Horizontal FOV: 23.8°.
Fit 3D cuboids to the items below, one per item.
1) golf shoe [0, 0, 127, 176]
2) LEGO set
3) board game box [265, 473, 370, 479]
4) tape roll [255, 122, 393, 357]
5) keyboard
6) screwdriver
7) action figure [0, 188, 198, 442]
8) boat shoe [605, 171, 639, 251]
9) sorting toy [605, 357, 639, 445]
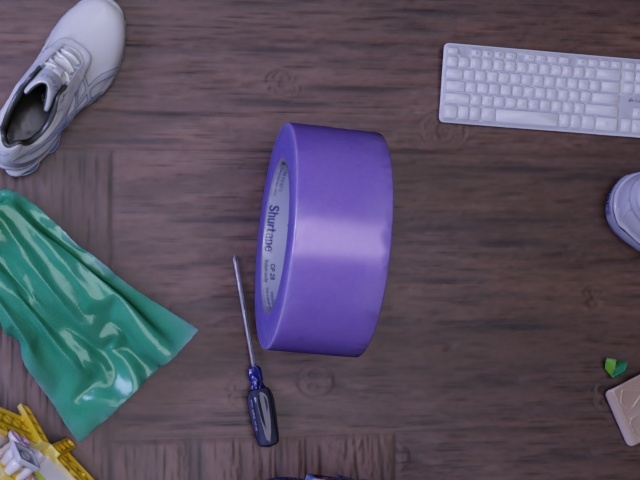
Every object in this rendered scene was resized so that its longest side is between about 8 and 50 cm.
[{"bbox_3d":[-0.216,-0.134,1.271,0.069,0.086,0.176,31,80,-7],"label":"golf shoe"},{"bbox_3d":[-0.250,0.218,1.240,0.107,0.132,0.287,-45,120,7],"label":"LEGO set"},{"bbox_3d":[0.052,0.235,1.250,0.194,0.194,0.060,16,84,-11],"label":"board game box"},{"bbox_3d":[0.000,0.000,1.254,0.080,0.189,0.189,5,86,-11],"label":"tape roll"},{"bbox_3d":[0.234,-0.135,1.396,0.256,0.014,0.072,3,87,-11],"label":"keyboard"},{"bbox_3d":[-0.061,0.097,1.328,0.024,0.025,0.170,-10,80,-11],"label":"screwdriver"},{"bbox_3d":[-0.232,0.038,1.270,0.137,0.063,0.232,-44,100,-8],"label":"action figure"},{"bbox_3d":[0.391,0.011,1.382,0.267,0.088,0.096,32,82,-8],"label":"boat shoe"},{"bbox_3d":[0.293,0.139,1.395,0.062,0.012,0.083,-25,96,-7],"label":"sorting toy"}]
